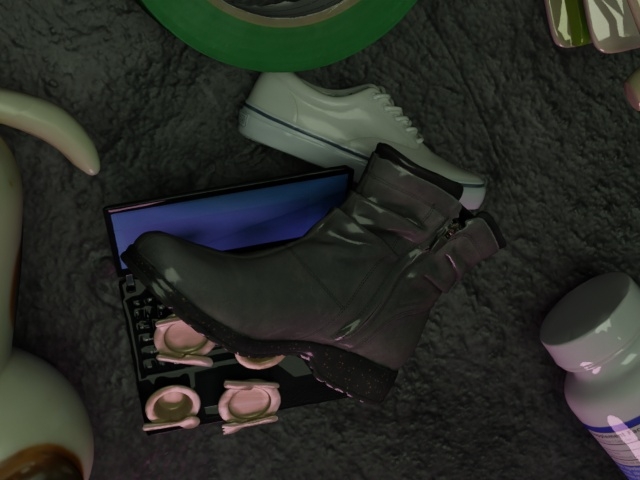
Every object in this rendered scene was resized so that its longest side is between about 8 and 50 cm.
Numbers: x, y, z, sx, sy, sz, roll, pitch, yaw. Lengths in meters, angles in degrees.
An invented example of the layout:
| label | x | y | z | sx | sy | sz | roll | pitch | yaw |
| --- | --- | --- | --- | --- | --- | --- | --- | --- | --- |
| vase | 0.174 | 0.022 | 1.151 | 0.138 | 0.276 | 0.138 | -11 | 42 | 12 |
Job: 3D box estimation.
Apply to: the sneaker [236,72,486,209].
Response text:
| label | x | y | z | sx | sy | sz | roll | pitch | yaw |
| --- | --- | --- | --- | --- | --- | --- | --- | --- | --- |
| sneaker | 0.051 | -0.103 | 1.273 | 0.258 | 0.094 | 0.091 | 19 | 102 | -12 |

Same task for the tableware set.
| label | x | y | z | sx | sy | sz | roll | pitch | yaw |
| --- | --- | --- | --- | --- | --- | --- | --- | --- | --- |
| tableware set | -0.100 | 0.131 | 1.285 | 0.141 | 0.020 | 0.168 | 1 | 126 | -16 |

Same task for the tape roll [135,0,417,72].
| label | x | y | z | sx | sy | sz | roll | pitch | yaw |
| --- | --- | --- | --- | --- | --- | --- | --- | --- | --- |
| tape roll | -0.040 | -0.314 | 1.163 | 0.321 | 0.077 | 0.321 | -7 | 111 | -18 |

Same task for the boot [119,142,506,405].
| label | x | y | z | sx | sy | sz | roll | pitch | yaw |
| --- | --- | --- | --- | --- | --- | --- | --- | --- | --- |
| boot | 0.000 | 0.000 | 1.166 | 0.338 | 0.118 | 0.222 | 25 | 104 | -44 |

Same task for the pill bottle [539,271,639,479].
| label | x | y | z | sx | sy | sz | roll | pitch | yaw |
| --- | --- | --- | --- | --- | --- | --- | --- | --- | --- |
| pill bottle | 0.349 | 0.167 | 1.351 | 0.152 | 0.152 | 0.272 | -40 | 104 | 0 |

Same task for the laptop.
| label | x | y | z | sx | sy | sz | roll | pitch | yaw |
| --- | --- | --- | --- | --- | --- | --- | --- | --- | --- |
| laptop | -0.073 | 0.064 | 1.263 | 0.234 | 0.136 | 0.264 | -10 | 103 | -7 |

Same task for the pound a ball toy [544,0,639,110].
| label | x | y | z | sx | sy | sz | roll | pitch | yaw |
| --- | --- | --- | --- | --- | --- | --- | --- | --- | --- |
| pound a ball toy | 0.293 | -0.296 | 1.219 | 0.136 | 0.208 | 0.319 | -15 | 103 | -6 |

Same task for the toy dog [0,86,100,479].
| label | x | y | z | sx | sy | sz | roll | pitch | yaw |
| --- | --- | --- | --- | --- | --- | --- | --- | --- | --- |
| toy dog | -0.355 | 0.090 | 1.177 | 0.395 | 0.284 | 0.407 | -27 | 107 | -22 |
